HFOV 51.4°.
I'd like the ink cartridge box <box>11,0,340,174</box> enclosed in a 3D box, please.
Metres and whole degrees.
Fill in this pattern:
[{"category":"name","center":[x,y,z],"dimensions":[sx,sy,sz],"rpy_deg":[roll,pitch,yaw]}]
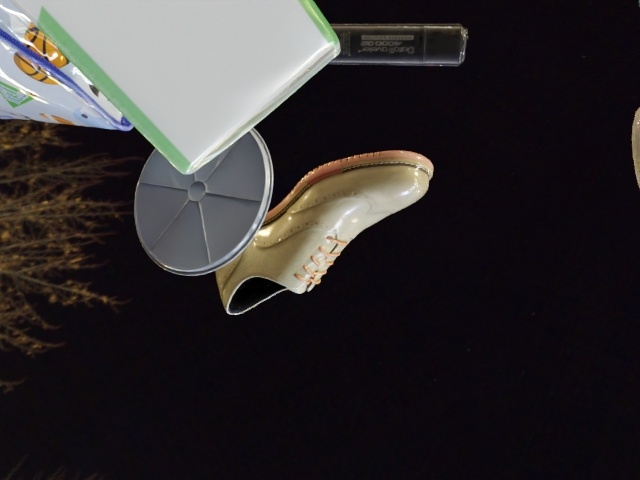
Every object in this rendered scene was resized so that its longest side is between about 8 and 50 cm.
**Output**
[{"category":"ink cartridge box","center":[-0.133,-0.192,0.435],"dimensions":[0.121,0.289,0.211],"rpy_deg":[-41,-59,1]}]

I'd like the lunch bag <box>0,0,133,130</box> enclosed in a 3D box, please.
[{"category":"lunch bag","center":[-0.373,-0.302,0.659],"dimensions":[0.328,0.385,0.239],"rpy_deg":[9,-107,40]}]

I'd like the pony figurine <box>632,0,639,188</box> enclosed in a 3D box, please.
[{"category":"pony figurine","center":[0.398,-0.192,0.555],"dimensions":[0.302,0.363,0.351],"rpy_deg":[-18,-115,15]}]

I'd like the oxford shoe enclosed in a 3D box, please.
[{"category":"oxford shoe","center":[0.000,0.000,0.968],"dimensions":[0.397,0.140,0.146],"rpy_deg":[-28,-124,36]}]

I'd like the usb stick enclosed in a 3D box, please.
[{"category":"usb stick","center":[0.136,-0.369,1.252],"dimensions":[0.278,0.045,0.077],"rpy_deg":[3,-71,10]}]

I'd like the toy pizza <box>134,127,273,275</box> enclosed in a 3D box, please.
[{"category":"toy pizza","center":[-0.140,-0.055,0.802],"dimensions":[0.201,0.032,0.201],"rpy_deg":[-7,-107,25]}]
